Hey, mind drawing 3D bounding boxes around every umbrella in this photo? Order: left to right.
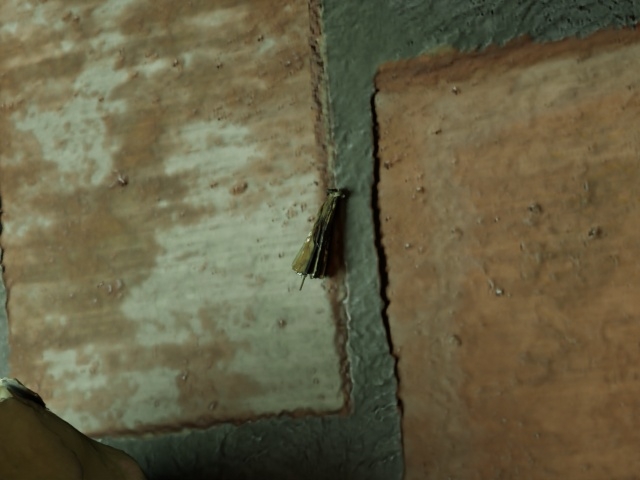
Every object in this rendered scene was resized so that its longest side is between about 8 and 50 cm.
[{"bbox_3d":[-0.002,-0.001,1.191,0.031,0.020,0.083,14,88,63],"label":"umbrella"}]

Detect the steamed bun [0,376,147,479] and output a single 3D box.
[{"bbox_3d":[-0.205,0.284,1.118,0.346,0.238,0.394,45,127,51],"label":"steamed bun"}]
